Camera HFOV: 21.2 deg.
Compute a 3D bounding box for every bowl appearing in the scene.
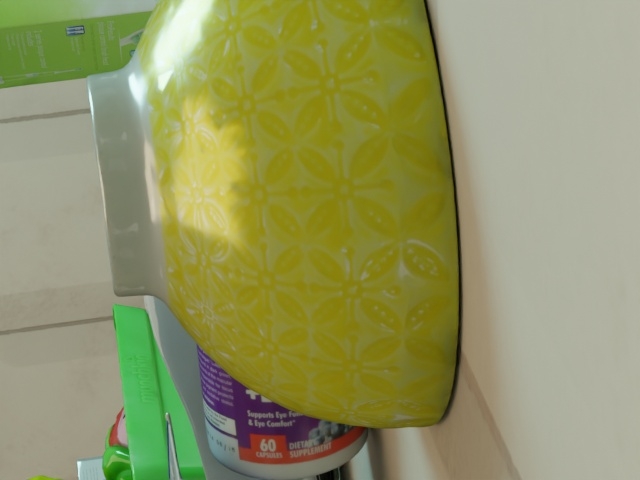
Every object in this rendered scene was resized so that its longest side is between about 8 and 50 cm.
[{"bbox_3d":[-0.036,-0.038,0.881,0.289,0.156,0.289,173,90,-84],"label":"bowl"}]

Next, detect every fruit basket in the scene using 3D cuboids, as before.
[{"bbox_3d":[-0.187,0.253,1.582,0.392,0.392,0.283,-113,17,-66],"label":"fruit basket"}]

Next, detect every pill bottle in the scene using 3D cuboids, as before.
[{"bbox_3d":[-0.028,0.045,1.091,0.108,0.108,0.193,-113,16,-66],"label":"pill bottle"}]

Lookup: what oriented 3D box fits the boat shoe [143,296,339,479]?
[{"bbox_3d":[-0.047,0.086,1.312,0.105,0.113,0.306,-35,-72,-64],"label":"boat shoe"}]

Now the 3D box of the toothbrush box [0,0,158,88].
[{"bbox_3d":[-0.213,-0.264,1.553,0.122,0.283,0.206,103,159,-68],"label":"toothbrush box"}]

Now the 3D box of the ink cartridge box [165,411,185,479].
[{"bbox_3d":[-0.047,0.285,1.101,0.165,0.065,0.332,100,160,-68],"label":"ink cartridge box"}]

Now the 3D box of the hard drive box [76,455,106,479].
[{"bbox_3d":[-0.169,0.346,2.073,0.089,0.232,0.181,94,167,-61],"label":"hard drive box"}]
